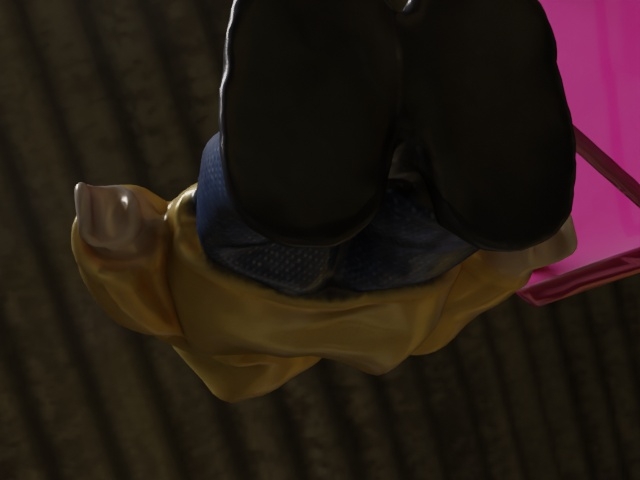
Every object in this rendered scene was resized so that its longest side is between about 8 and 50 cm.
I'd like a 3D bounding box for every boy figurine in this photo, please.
[{"bbox_3d":[0.000,0.000,0.516,0.177,0.285,0.092,0,-103,-11],"label":"boy figurine"}]

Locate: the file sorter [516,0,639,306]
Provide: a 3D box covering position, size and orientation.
[{"bbox_3d":[0.158,-0.136,0.580,0.182,0.290,0.202,34,-134,-40],"label":"file sorter"}]
